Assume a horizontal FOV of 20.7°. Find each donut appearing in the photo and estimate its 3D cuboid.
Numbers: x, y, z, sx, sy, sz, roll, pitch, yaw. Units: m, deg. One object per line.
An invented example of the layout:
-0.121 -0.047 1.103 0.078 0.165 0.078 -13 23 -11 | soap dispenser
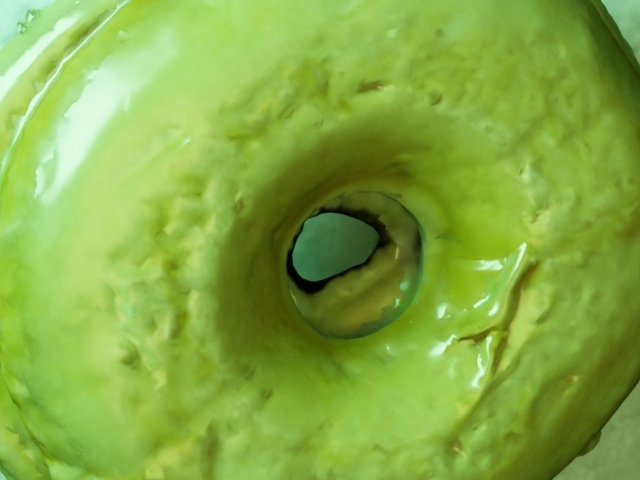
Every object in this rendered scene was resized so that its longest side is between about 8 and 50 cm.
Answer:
0.000 0.000 1.001 0.449 0.198 0.448 -4 102 -18 | donut
